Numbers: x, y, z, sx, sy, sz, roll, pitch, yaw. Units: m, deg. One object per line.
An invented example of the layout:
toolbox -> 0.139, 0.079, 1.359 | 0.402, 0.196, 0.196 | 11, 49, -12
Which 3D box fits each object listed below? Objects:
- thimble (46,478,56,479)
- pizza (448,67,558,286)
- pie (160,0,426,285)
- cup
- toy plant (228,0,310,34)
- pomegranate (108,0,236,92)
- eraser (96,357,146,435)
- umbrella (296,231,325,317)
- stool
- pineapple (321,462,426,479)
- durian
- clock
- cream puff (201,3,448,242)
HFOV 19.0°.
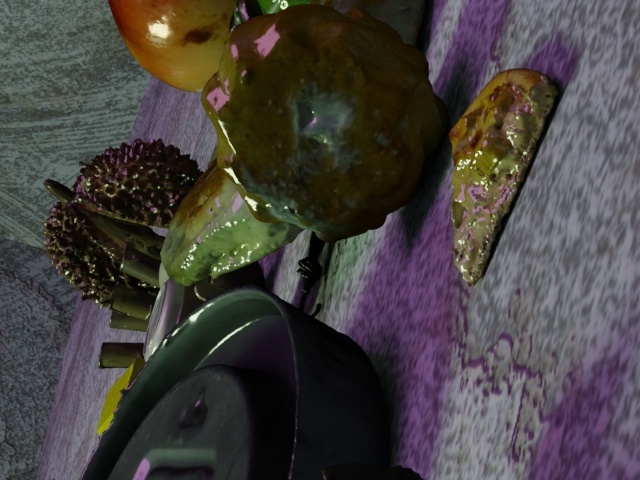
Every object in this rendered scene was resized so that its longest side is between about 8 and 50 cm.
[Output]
thimble -> -0.154, 0.295, 1.315 | 0.239, 0.162, 0.239 | -162, 90, -77
pizza -> 0.079, -0.032, 0.932 | 0.123, 0.026, 0.108 | 151, 132, -75
pie -> -0.020, -0.085, 1.342 | 0.302, 0.067, 0.302 | -55, 10, 15
cup -> -0.072, 0.071, 1.390 | 0.102, 0.099, 0.074 | 177, 108, -80
toy plant -> -0.018, -0.199, 1.565 | 0.162, 0.093, 0.092 | 126, 159, -55
pomegranate -> -0.109, -0.249, 1.844 | 0.209, 0.209, 0.209 | -164, 90, -80
eraser -> -0.124, 0.141, 1.572 | 0.122, 0.097, 0.045 | 130, 157, -67
umbrella -> -0.004, 0.001, 1.362 | 0.022, 0.022, 0.148 | -19, 40, 24
stool -> -0.116, 0.055, 1.618 | 0.217, 0.121, 0.125 | 114, 170, -61
pineapple -> -0.022, 0.239, 0.773 | 0.310, 0.141, 0.170 | -65, -14, 5
durian -> -0.198, -0.019, 1.974 | 0.167, 0.196, 0.196 | 180, 106, -74
clock -> -0.072, 0.181, 1.088 | 0.319, 0.066, 0.319 | -47, 29, 37
cream puff -> 0.009, -0.075, 1.115 | 0.116, 0.146, 0.146 | -54, -14, -65
